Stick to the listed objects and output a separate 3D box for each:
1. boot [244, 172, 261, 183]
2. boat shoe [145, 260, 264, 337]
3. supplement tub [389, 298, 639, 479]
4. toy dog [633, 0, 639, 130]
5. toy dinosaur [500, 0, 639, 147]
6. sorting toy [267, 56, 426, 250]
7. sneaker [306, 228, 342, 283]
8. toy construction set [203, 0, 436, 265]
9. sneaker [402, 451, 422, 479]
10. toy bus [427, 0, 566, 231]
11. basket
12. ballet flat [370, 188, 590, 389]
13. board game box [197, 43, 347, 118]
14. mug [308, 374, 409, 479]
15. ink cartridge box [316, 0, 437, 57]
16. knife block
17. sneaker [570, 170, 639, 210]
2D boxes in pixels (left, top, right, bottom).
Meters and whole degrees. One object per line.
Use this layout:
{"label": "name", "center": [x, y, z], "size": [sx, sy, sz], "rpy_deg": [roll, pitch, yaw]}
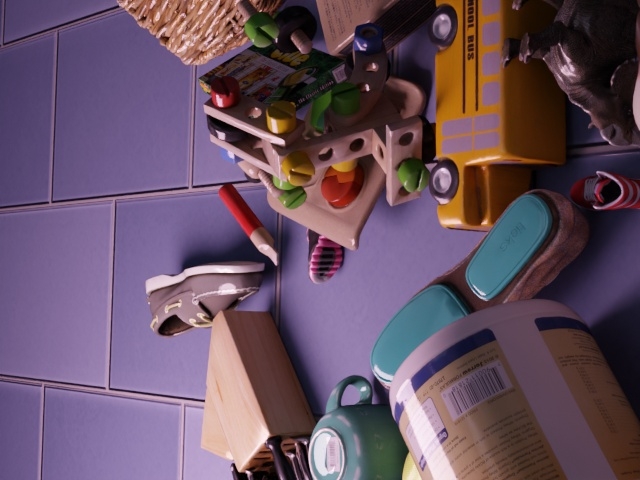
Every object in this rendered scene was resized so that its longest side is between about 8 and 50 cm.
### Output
{"label": "boot", "center": [-0.070, -0.144, 1.885], "size": [0.099, 0.045, 0.121], "rpy_deg": [-33, 56, 48]}
{"label": "boat shoe", "center": [-0.169, 0.087, 2.039], "size": [0.305, 0.109, 0.091], "rpy_deg": [-16, 74, 58]}
{"label": "supplement tub", "center": [0.225, 0.242, 1.392], "size": [0.228, 0.228, 0.316], "rpy_deg": [-52, 48, 37]}
{"label": "toy dog", "center": [0.419, -0.115, 1.132], "size": [0.408, 0.284, 0.395], "rpy_deg": [41, 119, 49]}
{"label": "toy dinosaur", "center": [0.287, -0.237, 1.449], "size": [0.121, 0.160, 0.314], "rpy_deg": [134, 145, -75]}
{"label": "sorting toy", "center": [-0.002, -0.136, 1.852], "size": [0.307, 0.041, 0.229], "rpy_deg": [28, 95, 51]}
{"label": "sneaker", "center": [0.000, 0.000, 1.874], "size": [0.057, 0.047, 0.119], "rpy_deg": [-1, 78, 59]}
{"label": "toy construction set", "center": [0.003, -0.096, 1.658], "size": [0.237, 0.257, 0.309], "rpy_deg": [53, 131, 33]}
{"label": "sneaker", "center": [0.138, 0.224, 1.623], "size": [0.081, 0.094, 0.208], "rpy_deg": [54, 128, 40]}
{"label": "toy bus", "center": [0.203, -0.179, 1.562], "size": [0.130, 0.108, 0.333], "rpy_deg": [-6, 82, 50]}
{"label": "basket", "center": [-0.120, -0.424, 2.028], "size": [0.213, 0.223, 0.299], "rpy_deg": [41, 125, 8]}
{"label": "ballet flat", "center": [0.188, 0.069, 1.552], "size": [0.316, 0.106, 0.107], "rpy_deg": [-45, 57, 30]}
{"label": "board game box", "center": [-0.066, -0.222, 1.877], "size": [0.259, 0.136, 0.030], "rpy_deg": [33, 151, 61]}
{"label": "mug", "center": [0.039, 0.264, 1.748], "size": [0.158, 0.097, 0.129], "rpy_deg": [51, 126, 42]}
{"label": "ink cartridge box", "center": [0.073, -0.378, 1.769], "size": [0.193, 0.088, 0.235], "rpy_deg": [-33, 60, 45]}
{"label": "knife block", "center": [-0.062, 0.246, 1.894], "size": [0.242, 0.088, 0.276], "rpy_deg": [9, 94, 52]}
{"label": "sneaker", "center": [0.295, -0.052, 1.460], "size": [0.118, 0.067, 0.042], "rpy_deg": [2, 89, 54]}
